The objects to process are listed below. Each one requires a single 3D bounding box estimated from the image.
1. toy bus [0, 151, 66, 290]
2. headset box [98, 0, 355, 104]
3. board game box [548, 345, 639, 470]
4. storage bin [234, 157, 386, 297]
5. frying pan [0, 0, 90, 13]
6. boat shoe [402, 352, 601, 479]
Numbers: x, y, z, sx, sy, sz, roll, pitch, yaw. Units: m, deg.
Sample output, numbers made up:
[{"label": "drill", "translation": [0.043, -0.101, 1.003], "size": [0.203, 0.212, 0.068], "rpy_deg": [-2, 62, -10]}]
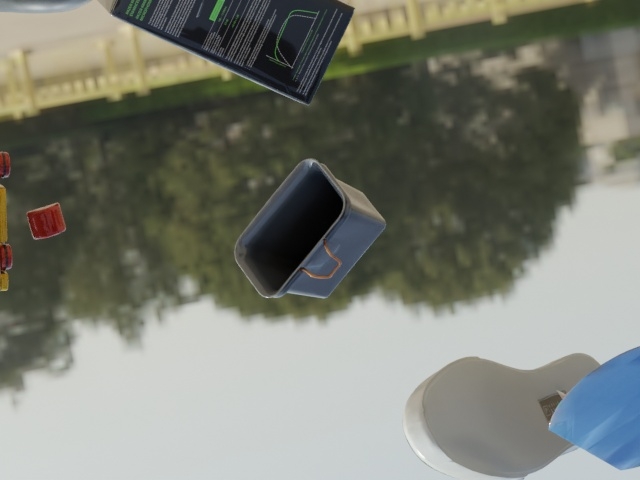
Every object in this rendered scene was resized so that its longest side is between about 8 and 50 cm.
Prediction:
[{"label": "toy bus", "translation": [-0.390, -0.037, 2.031], "size": [0.202, 0.191, 0.104], "rpy_deg": [-47, -161, -10]}, {"label": "headset box", "translation": [-0.136, -0.294, 2.261], "size": [0.283, 0.131, 0.246], "rpy_deg": [23, -172, -18]}, {"label": "board game box", "translation": [0.261, 0.122, 1.540], "size": [0.133, 0.033, 0.169], "rpy_deg": [-39, 137, 20]}, {"label": "storage bin", "translation": [0.000, 0.000, 1.885], "size": [0.091, 0.098, 0.135], "rpy_deg": [17, 118, -48]}, {"label": "frying pan", "translation": [-0.275, -0.197, 1.262], "size": [0.326, 0.053, 0.197], "rpy_deg": [17, -165, 37]}, {"label": "boat shoe", "translation": [0.146, 0.159, 1.649], "size": [0.105, 0.113, 0.306], "rpy_deg": [-29, 170, 33]}]
